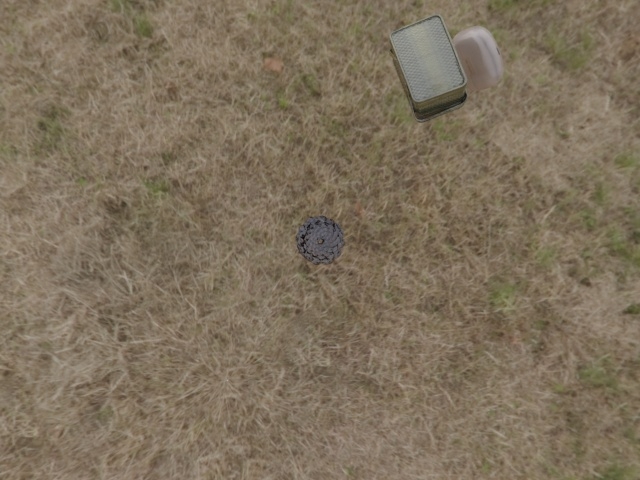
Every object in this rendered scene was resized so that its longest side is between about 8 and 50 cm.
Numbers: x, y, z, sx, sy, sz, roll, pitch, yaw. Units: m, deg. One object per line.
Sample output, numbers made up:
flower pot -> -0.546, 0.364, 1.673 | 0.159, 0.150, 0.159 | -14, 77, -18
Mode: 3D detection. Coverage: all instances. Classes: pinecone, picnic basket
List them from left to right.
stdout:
pinecone -> -0.001, -0.001, 1.338 | 0.140, 0.120, 0.141 | -1, 94, -16
picnic basket -> 0.311, -0.493, 1.408 | 0.165, 0.139, 0.267 | -19, 76, 9

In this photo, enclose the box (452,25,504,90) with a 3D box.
box -> 0.495, -0.574, 1.533 | 0.088, 0.145, 0.200 | -49, 117, -33
